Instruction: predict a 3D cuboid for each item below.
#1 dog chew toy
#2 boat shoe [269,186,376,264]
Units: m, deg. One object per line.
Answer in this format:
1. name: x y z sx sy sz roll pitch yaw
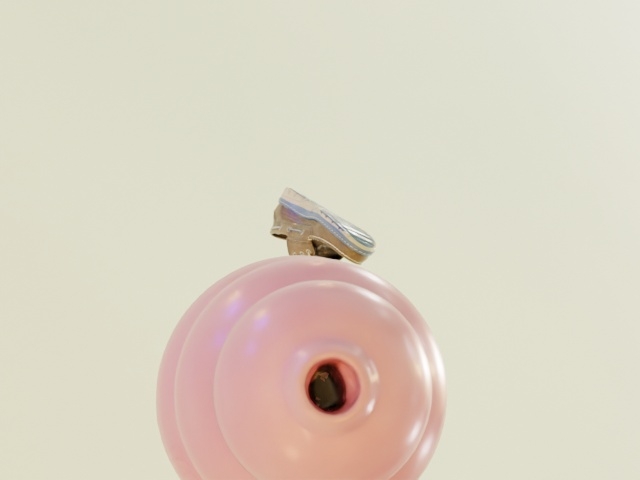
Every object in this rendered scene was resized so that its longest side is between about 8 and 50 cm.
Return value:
1. dog chew toy: -0.008 0.103 0.927 0.206 0.206 0.332 51 172 3
2. boat shoe: 0.000 0.000 1.534 0.066 0.066 0.183 26 -176 -29
